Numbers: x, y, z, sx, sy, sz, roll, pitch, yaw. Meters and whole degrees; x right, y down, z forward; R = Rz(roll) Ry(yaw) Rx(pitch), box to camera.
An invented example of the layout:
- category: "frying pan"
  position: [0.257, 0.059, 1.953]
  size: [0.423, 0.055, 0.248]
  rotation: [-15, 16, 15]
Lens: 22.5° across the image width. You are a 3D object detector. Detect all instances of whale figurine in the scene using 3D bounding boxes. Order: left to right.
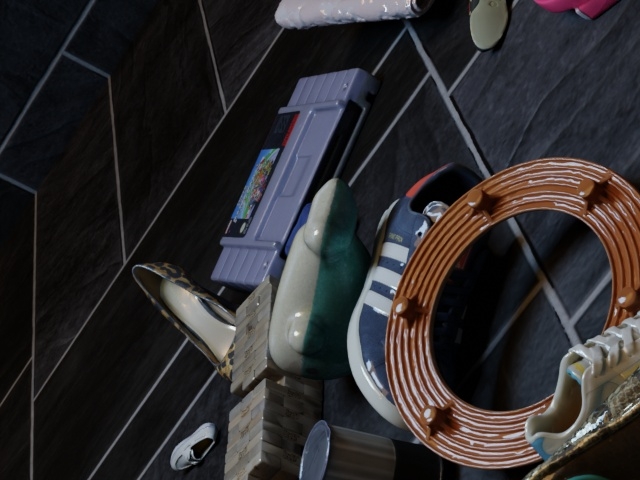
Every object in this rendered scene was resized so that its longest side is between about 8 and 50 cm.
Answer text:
- category: "whale figurine"
  position: [0.023, 0.053, 1.923]
  size: [0.272, 0.141, 0.216]
  rotation: [101, -176, -47]

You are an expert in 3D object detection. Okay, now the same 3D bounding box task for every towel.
- category: "towel"
  position: [0.105, -0.451, 2.394]
  size: [0.332, 0.053, 0.317]
  rotation: [4, 60, 54]

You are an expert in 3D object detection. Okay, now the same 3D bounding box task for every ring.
- category: "ring"
  position: [0.194, 0.065, 1.612]
  size: [0.336, 0.032, 0.337]
  rotation: [-22, 54, 33]

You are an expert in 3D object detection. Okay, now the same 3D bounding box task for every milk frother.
- category: "milk frother"
  position: [0.053, 0.275, 1.679]
  size: [0.143, 0.134, 0.129]
  rotation: [-120, 46, -66]

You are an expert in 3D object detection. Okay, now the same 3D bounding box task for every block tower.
- category: "block tower"
  position: [-0.057, 0.203, 2.068]
  size: [0.091, 0.097, 0.335]
  rotation: [-46, 29, 35]

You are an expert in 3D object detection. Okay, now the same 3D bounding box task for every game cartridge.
- category: "game cartridge"
  position: [-0.046, -0.089, 2.419]
  size: [0.230, 0.068, 0.355]
  rotation: [6, 70, 62]

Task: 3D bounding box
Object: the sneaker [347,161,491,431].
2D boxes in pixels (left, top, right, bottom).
- category: "sneaker"
  position: [0.124, 0.048, 1.792]
  size: [0.148, 0.131, 0.350]
  rotation: [-49, 25, 40]

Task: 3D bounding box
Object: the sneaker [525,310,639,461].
- category: "sneaker"
  position: [0.277, 0.115, 1.436]
  size: [0.229, 0.092, 0.087]
  rotation: [-56, 22, 6]

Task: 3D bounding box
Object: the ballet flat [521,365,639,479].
- category: "ballet flat"
  position: [0.274, 0.186, 1.326]
  size: [0.483, 0.164, 0.182]
  rotation: [-50, 3, 15]

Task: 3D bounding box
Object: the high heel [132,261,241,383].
- category: "high heel"
  position: [-0.180, 0.119, 2.300]
  size: [0.093, 0.186, 0.261]
  rotation: [-58, 23, 11]

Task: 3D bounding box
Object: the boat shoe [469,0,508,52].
- category: "boat shoe"
  position: [0.219, -0.299, 2.101]
  size: [0.042, 0.049, 0.133]
  rotation: [100, 177, -61]

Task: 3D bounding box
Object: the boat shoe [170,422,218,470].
- category: "boat shoe"
  position: [-0.182, 0.304, 2.301]
  size: [0.100, 0.035, 0.035]
  rotation: [-43, 26, 26]

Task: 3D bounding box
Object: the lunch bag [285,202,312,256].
- category: "lunch bag"
  position: [0.000, 0.000, 2.201]
  size: [0.065, 0.067, 0.098]
  rotation: [5, 70, 67]

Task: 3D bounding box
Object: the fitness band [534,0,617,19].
- category: "fitness band"
  position: [0.356, -0.378, 1.883]
  size: [0.291, 0.054, 0.209]
  rotation: [-37, 30, 45]
